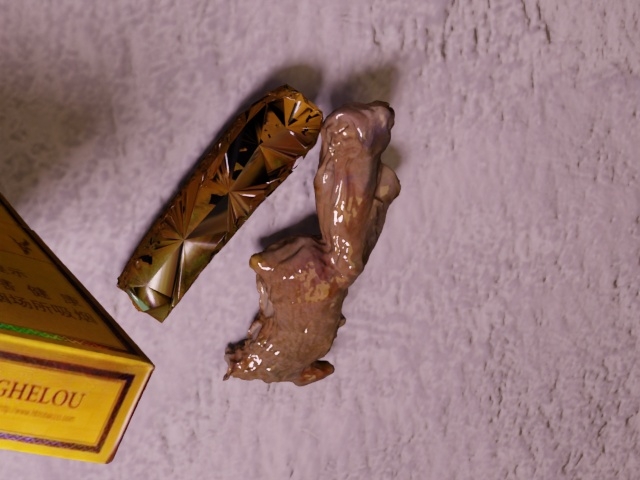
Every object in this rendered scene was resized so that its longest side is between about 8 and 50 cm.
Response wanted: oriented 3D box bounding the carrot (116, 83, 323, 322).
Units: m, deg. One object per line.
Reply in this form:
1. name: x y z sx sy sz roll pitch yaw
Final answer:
1. carrot: -0.085 -0.030 1.378 0.229 0.069 0.069 -51 132 2

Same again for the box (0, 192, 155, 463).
1. box: -0.267 0.031 1.130 0.193 0.301 0.084 16 106 -39

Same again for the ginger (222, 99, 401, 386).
1. ginger: -0.001 0.002 1.453 0.122 0.084 0.290 13 113 -21
